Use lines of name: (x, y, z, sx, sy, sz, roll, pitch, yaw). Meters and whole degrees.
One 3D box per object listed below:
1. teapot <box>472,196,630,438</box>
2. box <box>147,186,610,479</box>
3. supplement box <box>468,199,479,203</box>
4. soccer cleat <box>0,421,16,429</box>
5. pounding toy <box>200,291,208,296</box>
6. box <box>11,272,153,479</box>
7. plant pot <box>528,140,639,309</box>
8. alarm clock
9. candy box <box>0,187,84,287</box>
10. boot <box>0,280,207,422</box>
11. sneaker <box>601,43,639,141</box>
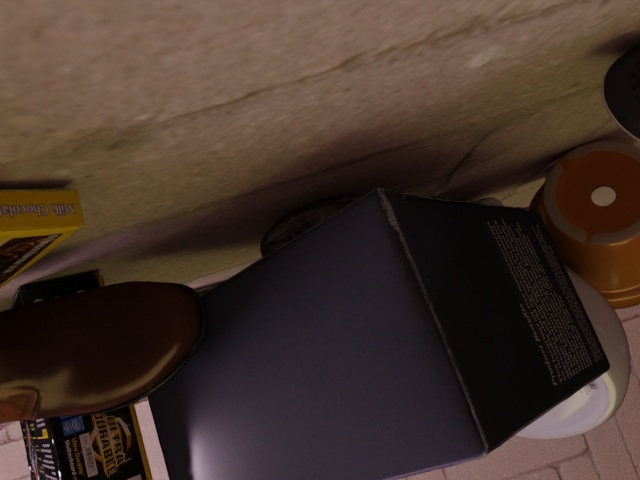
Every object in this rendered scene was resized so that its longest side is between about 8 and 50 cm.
teapot: (0.251, 0.104, 0.729, 0.256, 0.252, 0.187, 108, 7, -48)
box: (0.049, 0.105, 0.531, 0.296, 0.183, 0.294, -31, 160, 35)
supplement box: (0.163, 0.041, 0.819, 0.233, 0.080, 0.078, -37, -171, -8)
soccer cleat: (-0.407, 0.185, 0.843, 0.143, 0.116, 0.331, -38, 167, 21)
pounding toy: (-0.172, 0.189, 0.883, 0.269, 0.155, 0.154, -25, 147, -19)
box: (-0.269, 0.197, 0.627, 0.079, 0.257, 0.322, -14, 170, -33)
plant pot: (0.357, -0.030, 0.744, 0.205, 0.205, 0.188, -21, 155, 20)
alarm clock: (0.000, 0.000, 0.555, 0.129, 0.064, 0.192, -24, 168, 16)
candy box: (-0.230, 0.019, 0.332, 0.206, 0.027, 0.105, -25, 166, 40)
boot: (-0.227, 0.063, 0.347, 0.264, 0.096, 0.280, -10, 165, 4)
sneaker: (0.271, -0.097, 0.428, 0.234, 0.084, 0.097, -13, 172, -28)
